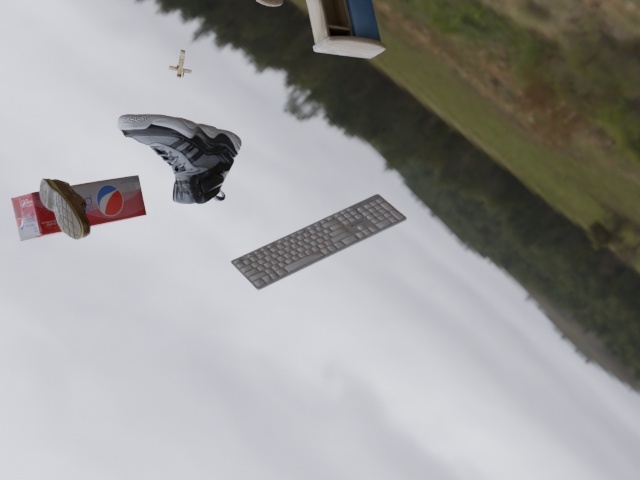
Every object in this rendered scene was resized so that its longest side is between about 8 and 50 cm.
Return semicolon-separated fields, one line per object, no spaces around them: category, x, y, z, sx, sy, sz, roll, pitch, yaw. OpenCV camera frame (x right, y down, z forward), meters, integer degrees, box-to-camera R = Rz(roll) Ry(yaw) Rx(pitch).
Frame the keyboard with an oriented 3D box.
keyboard;0.000;0.000;1.667;0.072;0.256;0.014;38;144;44

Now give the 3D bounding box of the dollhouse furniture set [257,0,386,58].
dollhouse furniture set;0.078;-0.465;1.974;0.286;0.303;0.198;-1;-107;-41

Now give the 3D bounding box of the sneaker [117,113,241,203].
sneaker;-0.265;-0.147;2.208;0.269;0.153;0.101;10;178;-43

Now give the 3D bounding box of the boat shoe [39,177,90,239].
boat shoe;-0.460;-0.063;2.188;0.060;0.064;0.178;-8;-145;-34

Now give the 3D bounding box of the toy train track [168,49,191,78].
toy train track;-0.288;-0.360;2.447;0.048;0.083;0.014;10;-125;-7

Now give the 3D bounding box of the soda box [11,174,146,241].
soda box;-0.486;-0.069;2.403;0.263;0.083;0.092;-15;-86;-45
